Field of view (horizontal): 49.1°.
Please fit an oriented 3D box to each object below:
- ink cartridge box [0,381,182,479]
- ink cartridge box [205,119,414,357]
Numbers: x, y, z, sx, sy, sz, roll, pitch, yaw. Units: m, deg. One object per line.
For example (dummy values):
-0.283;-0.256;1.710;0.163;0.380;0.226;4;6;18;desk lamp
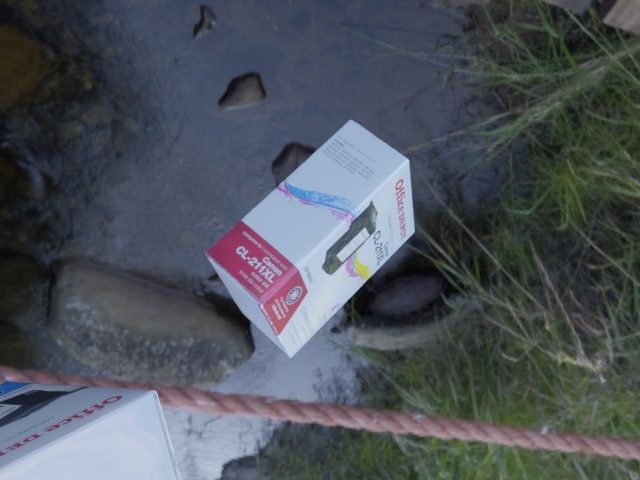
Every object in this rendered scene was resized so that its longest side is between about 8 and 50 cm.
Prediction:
-0.332;0.250;0.731;0.307;0.223;0.129;-7;99;38;ink cartridge box
0.000;0.000;0.618;0.175;0.072;0.127;-44;153;-14;ink cartridge box
